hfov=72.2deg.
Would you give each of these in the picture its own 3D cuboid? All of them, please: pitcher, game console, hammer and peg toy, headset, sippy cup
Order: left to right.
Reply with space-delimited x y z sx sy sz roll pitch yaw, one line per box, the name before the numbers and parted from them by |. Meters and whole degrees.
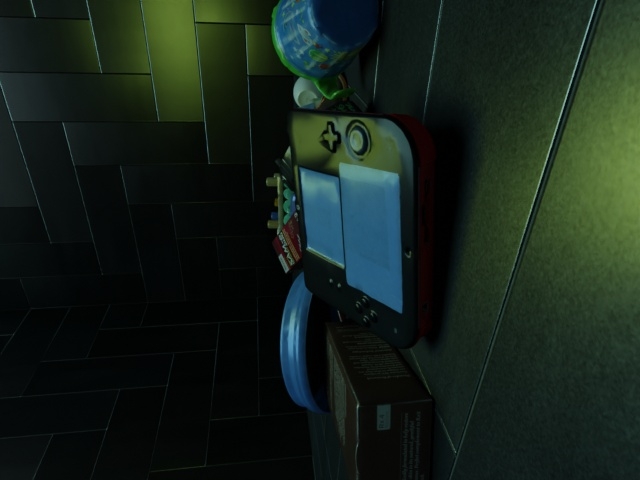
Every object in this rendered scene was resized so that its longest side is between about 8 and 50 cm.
hammer and peg toy | -0.149 -0.183 1.979 0.361 0.127 0.266 -73 -17 -76
pitcher | -0.034 -0.636 1.759 0.207 0.125 0.178 -84 15 -44
headset | 0.012 -0.191 1.157 0.185 0.243 0.394 49 157 8
sippy cup | 0.021 -0.510 1.023 0.240 0.305 0.224 -49 21 -4
game console | 0.054 -0.029 0.770 0.342 0.060 0.387 22 124 47

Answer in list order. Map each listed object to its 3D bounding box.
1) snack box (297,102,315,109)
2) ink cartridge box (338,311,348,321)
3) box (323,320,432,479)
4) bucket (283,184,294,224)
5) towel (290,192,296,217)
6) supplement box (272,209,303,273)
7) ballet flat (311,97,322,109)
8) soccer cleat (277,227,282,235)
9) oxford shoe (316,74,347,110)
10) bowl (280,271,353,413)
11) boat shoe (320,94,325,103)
snack box | -0.019 -0.372 1.627 0.175 0.070 0.207 -99 -10 -45
ink cartridge box | 0.046 0.040 1.070 0.261 0.066 0.297 49 -155 -82
box | 0.098 0.318 0.910 0.381 0.143 0.191 -119 28 -77
bucket | -0.046 -0.097 1.691 0.281 0.182 0.282 177 90 -82
towel | 0.000 0.000 1.429 0.336 0.040 0.243 31 127 46
supplement box | -0.066 -0.001 1.423 0.130 0.073 0.239 63 145 16
ballet flat | -0.014 -0.449 1.737 0.086 0.086 0.249 -100 11 -46
soccer cleat | -0.153 -0.011 1.728 0.035 0.029 0.083 146 118 -70
oxford shoe | 0.031 -0.416 1.340 0.097 0.098 0.272 102 164 -61
bowl | 0.000 0.261 1.195 0.391 0.077 0.392 -2 -90 -69
boat shoe | 0.020 -0.460 1.576 0.049 0.056 0.152 -112 21 -55
